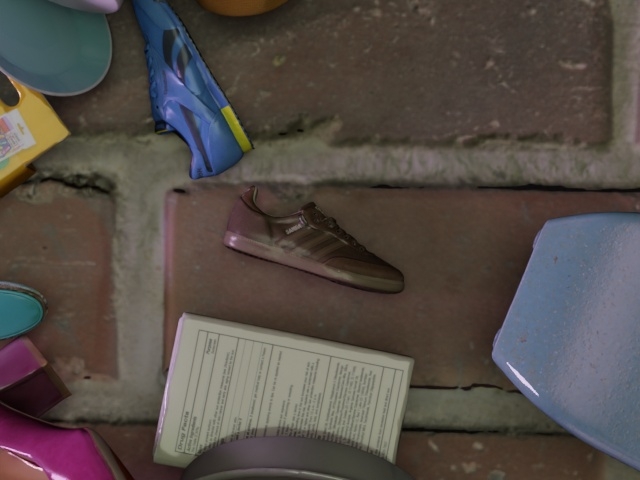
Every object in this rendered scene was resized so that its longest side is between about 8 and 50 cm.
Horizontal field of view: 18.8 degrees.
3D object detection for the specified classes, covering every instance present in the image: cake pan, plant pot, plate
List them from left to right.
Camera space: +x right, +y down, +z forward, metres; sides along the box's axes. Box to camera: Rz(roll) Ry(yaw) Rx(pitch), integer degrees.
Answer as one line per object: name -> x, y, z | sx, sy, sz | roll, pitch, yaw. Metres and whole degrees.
plate -> -0.288, -0.218, 1.903 | 0.024, 0.188, 0.188 | -35, 89, 39
cake pan -> -0.014, 0.276, 1.840 | 0.293, 0.293, 0.054 | 11, 52, -2
plant pot -> 0.310, 0.099, 1.866 | 0.252, 0.248, 0.247 | 21, 87, 17

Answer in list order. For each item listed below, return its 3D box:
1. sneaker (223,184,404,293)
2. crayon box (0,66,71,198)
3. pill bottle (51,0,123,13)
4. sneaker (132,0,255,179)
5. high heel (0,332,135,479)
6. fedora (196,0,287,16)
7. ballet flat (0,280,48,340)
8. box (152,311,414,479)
sneaker -> 0.000, 0.000, 1.937 | 0.188, 0.066, 0.071 | 17, 86, -2
crayon box -> -0.430, -0.088, 1.916 | 0.323, 0.083, 0.203 | -35, 89, -2
pill bottle -> -0.204, -0.399, 1.868 | 0.188, 0.188, 0.334 | 19, 80, -1
sneaker -> -0.148, -0.160, 1.937 | 0.082, 0.069, 0.209 | -29, 89, 1
high heel -> -0.275, 0.237, 1.802 | 0.181, 0.377, 0.127 | -36, 126, -9
fedora -> -0.073, -0.276, 1.921 | 0.194, 0.194, 0.079 | -15, 124, -3
ballet flat -> -0.361, 0.071, 1.920 | 0.188, 0.070, 0.070 | -10, 88, 1
box -> -0.036, 0.163, 1.898 | 0.232, 0.127, 0.149 | 12, 88, -1
